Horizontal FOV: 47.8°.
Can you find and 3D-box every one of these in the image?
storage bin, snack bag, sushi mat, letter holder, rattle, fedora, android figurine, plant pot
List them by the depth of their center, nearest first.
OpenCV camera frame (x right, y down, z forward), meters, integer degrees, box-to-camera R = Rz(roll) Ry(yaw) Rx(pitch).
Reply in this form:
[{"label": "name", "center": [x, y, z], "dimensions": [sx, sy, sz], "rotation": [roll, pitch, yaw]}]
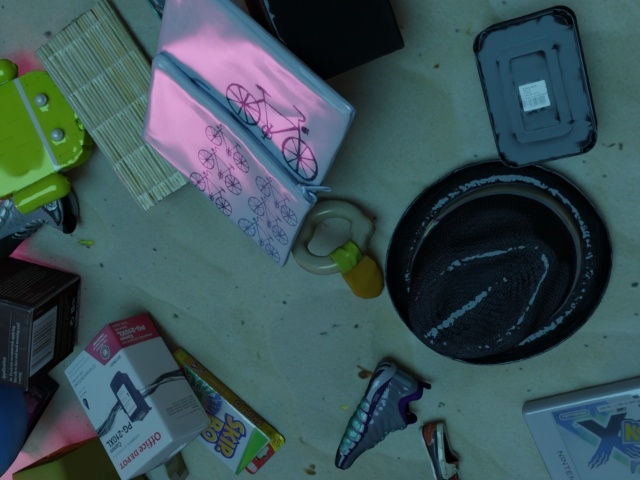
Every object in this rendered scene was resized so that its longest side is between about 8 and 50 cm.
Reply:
[{"label": "storage bin", "center": [0.276, -0.196, 0.923], "dimensions": [0.122, 0.084, 0.180], "rotation": [-11, 105, 24]}, {"label": "letter holder", "center": [-0.035, -0.367, 0.956], "dimensions": [0.152, 0.214, 0.302], "rotation": [-24, 105, -5]}, {"label": "snack bag", "center": [-0.116, -0.157, 0.972], "dimensions": [0.323, 0.037, 0.342], "rotation": [44, 143, 10]}, {"label": "fedora", "center": [0.232, 0.058, 0.999], "dimensions": [0.334, 0.152, 0.334], "rotation": [8, 113, 18]}, {"label": "rattle", "center": [0.000, 0.000, 1.137], "dimensions": [0.199, 0.142, 0.130], "rotation": [15, 83, 32]}, {"label": "sushi mat", "center": [-0.312, -0.212, 1.149], "dimensions": [0.151, 0.019, 0.317], "rotation": [-33, 93, 16]}, {"label": "android figurine", "center": [-0.495, -0.176, 1.201], "dimensions": [0.272, 0.056, 0.248], "rotation": [-22, 92, 7]}, {"label": "plant pot", "center": [-0.484, 0.507, 1.432], "dimensions": [0.212, 0.212, 0.187], "rotation": [-23, 88, 27]}]

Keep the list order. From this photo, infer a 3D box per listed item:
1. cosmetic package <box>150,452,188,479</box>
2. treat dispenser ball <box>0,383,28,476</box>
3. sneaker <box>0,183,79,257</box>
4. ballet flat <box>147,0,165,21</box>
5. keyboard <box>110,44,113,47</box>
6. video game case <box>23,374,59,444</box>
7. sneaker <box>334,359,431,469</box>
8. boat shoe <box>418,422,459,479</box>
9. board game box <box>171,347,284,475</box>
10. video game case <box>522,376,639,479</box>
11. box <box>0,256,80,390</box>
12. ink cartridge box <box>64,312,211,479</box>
[{"label": "cosmetic package", "center": [-0.302, 0.424, 1.400], "dimensions": [0.041, 0.060, 0.115], "rotation": [-10, 107, 22]}, {"label": "treat dispenser ball", "center": [-0.703, 0.346, 1.355], "dimensions": [0.288, 0.288, 0.288], "rotation": [7, 112, 18]}, {"label": "sneaker", "center": [-0.508, -0.031, 1.292], "dimensions": [0.132, 0.086, 0.229], "rotation": [35, 117, 3]}, {"label": "ballet flat", "center": [-0.267, -0.412, 1.071], "dimensions": [0.070, 0.070, 0.188], "rotation": [-37, 95, 28]}, {"label": "keyboard", "center": [-0.301, -0.224, 1.172], "dimensions": [0.180, 0.023, 0.108], "rotation": [45, 112, 1]}, {"label": "video game case", "center": [-0.706, 0.300, 1.523], "dimensions": [0.275, 0.035, 0.248], "rotation": [39, 118, 3]}, {"label": "sneaker", "center": [0.099, 0.307, 1.189], "dimensions": [0.098, 0.083, 0.224], "rotation": [25, 116, 5]}, {"label": "boat shoe", "center": [0.205, 0.362, 1.188], "dimensions": [0.043, 0.049, 0.137], "rotation": [-19, 97, 24]}, {"label": "board game box", "center": [-0.197, 0.325, 1.337], "dimensions": [0.259, 0.039, 0.124], "rotation": [39, 119, 1]}, {"label": "video game case", "center": [0.509, 0.338, 1.065], "dimensions": [0.329, 0.036, 0.300], "rotation": [-21, 101, 26]}, {"label": "box", "center": [-0.573, 0.140, 1.314], "dimensions": [0.203, 0.167, 0.169], "rotation": [15, 110, 6]}, {"label": "ink cartridge box", "center": [-0.330, 0.280, 1.294], "dimensions": [0.172, 0.100, 0.237], "rotation": [-43, 73, 31]}]
